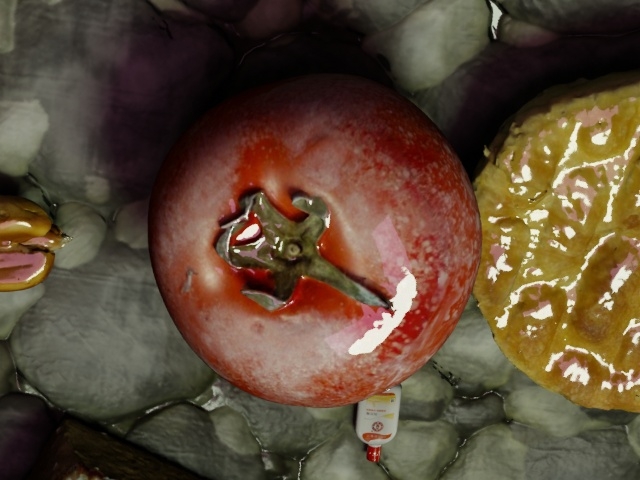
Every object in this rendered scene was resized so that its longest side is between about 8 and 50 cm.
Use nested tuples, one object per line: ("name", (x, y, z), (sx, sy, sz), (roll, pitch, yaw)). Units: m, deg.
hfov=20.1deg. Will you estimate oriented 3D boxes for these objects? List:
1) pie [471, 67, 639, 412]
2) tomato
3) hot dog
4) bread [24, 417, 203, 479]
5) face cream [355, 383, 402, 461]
("pie", (0.278, 0.002, 1.540), (0.339, 0.083, 0.339), (-2, 115, -4))
("tomato", (0.000, 0.000, 1.462), (0.270, 0.227, 0.270), (1, 95, 14))
("hot dog", (-0.326, 0.002, 1.520), (0.235, 0.062, 0.092), (1, 115, -4))
("bread", (-0.092, 0.321, 1.669), (0.416, 0.113, 0.165), (26, 111, -18))
("face cream", (0.052, 0.165, 1.662), (0.040, 0.021, 0.083), (1, 115, -6))
